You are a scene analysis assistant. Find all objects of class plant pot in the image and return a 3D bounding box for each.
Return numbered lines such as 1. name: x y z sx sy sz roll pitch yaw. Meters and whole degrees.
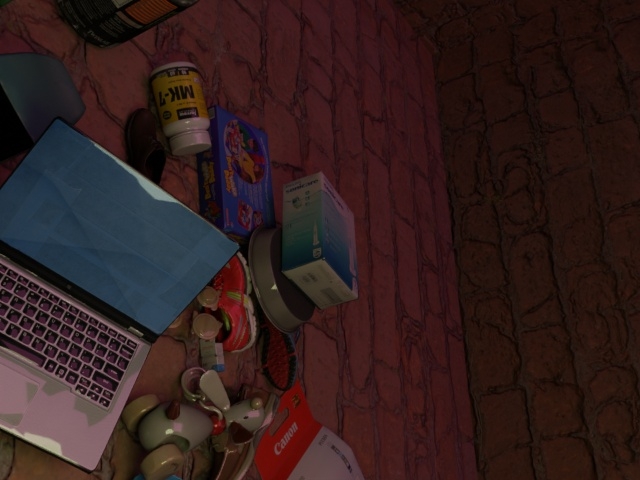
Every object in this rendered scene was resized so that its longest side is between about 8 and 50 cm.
1. plant pot: -0.553 -0.245 1.308 0.165 0.166 0.234 65 21 -14

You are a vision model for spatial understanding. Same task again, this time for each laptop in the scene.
1. laptop: -0.401 0.098 1.162 0.382 0.236 0.407 37 50 -24

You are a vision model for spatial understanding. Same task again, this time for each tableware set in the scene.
1. tableware set: -0.297 0.151 1.624 0.169 0.020 0.141 21 52 -20

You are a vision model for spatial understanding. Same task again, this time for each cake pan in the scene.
1. cake pan: -0.091 0.095 1.857 0.293 0.054 0.293 51 30 -45

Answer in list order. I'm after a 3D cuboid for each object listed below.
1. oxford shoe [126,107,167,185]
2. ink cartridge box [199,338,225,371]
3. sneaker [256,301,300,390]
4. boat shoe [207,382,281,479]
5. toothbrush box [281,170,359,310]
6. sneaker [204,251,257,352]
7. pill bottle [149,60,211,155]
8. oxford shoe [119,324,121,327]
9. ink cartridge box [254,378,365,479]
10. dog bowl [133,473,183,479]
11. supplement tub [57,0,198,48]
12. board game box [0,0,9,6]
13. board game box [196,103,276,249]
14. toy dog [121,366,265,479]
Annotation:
1. oxford shoe: -0.389 -0.209 1.639 0.083 0.096 0.227 23 54 -53
2. ink cartridge box: -0.253 0.268 1.671 0.028 0.048 0.083 16 62 -58
3. sneaker: -0.088 0.270 1.910 0.125 0.104 0.261 22 56 -58
4. boat shoe: -0.203 0.458 1.616 0.116 0.123 0.324 33 40 -3
5. toothbrush box: 0.000 0.000 1.905 0.216 0.126 0.295 49 31 -47
6. sneaker: -0.232 0.135 1.733 0.118 0.107 0.278 -3 74 -50
7. pill bottle: -0.340 -0.322 1.760 0.119 0.119 0.208 -6 80 -61
8. oxford shoe: -0.410 0.090 1.417 0.130 0.123 0.348 16 62 -63
9. ink cartridge box: -0.019 0.596 1.872 0.308 0.091 0.384 -41 113 -60
10. dog bowl: -0.335 0.528 1.290 0.166 0.074 0.297 38 20 20
11. supplement tub: -0.395 -0.576 1.567 0.207 0.338 0.207 38 44 -48
12. board game box: -0.568 -0.566 1.283 0.046 0.317 0.213 -50 121 -33
13. board game box: -0.225 -0.160 1.921 0.233 0.078 0.346 22 56 -55
14. toy dog: -0.239 0.350 1.449 0.220 0.161 0.334 43 31 10
